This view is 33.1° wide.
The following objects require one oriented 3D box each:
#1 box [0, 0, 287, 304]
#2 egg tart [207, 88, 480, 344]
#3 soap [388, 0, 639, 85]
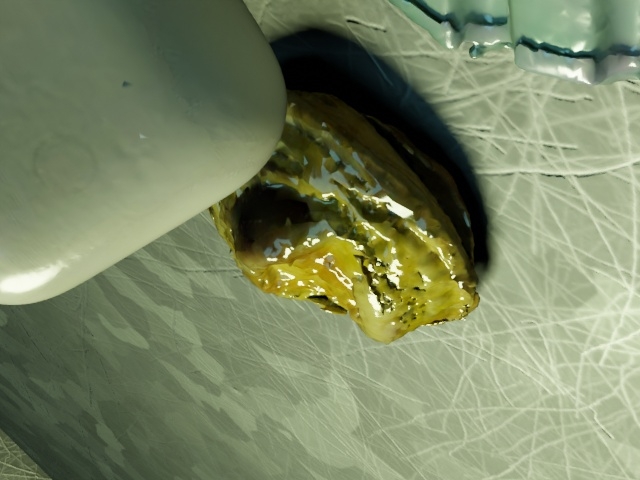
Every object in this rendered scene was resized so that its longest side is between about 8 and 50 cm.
[{"bbox_3d":[-0.208,-0.139,0.713,0.349,0.289,0.141,56,-169,-21],"label":"box"},{"bbox_3d":[0.000,0.000,0.920,0.297,0.132,0.297,31,157,15],"label":"egg tart"},{"bbox_3d":[0.069,-0.275,0.381,0.261,0.156,0.446,18,145,32],"label":"soap"}]
